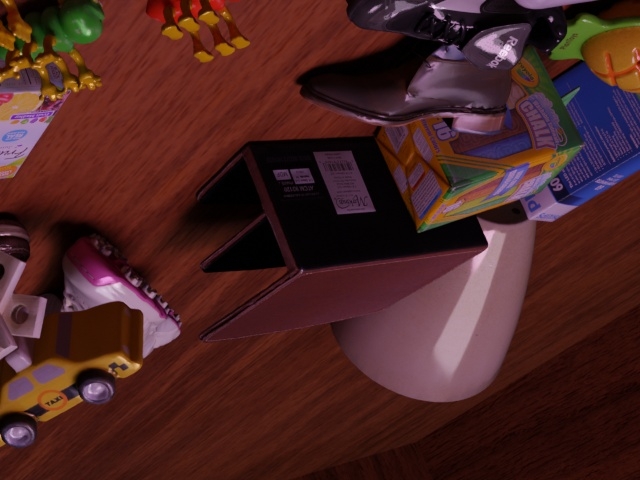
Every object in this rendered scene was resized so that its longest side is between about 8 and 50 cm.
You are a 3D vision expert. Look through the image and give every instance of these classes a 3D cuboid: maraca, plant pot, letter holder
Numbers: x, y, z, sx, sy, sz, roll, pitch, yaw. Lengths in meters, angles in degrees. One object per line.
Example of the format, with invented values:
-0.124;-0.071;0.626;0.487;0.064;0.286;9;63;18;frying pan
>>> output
0.327;-0.210;1.387;0.186;0.099;0.127;5;161;-7;maraca
0.168;0.026;1.685;0.257;0.256;0.274;-13;144;-31;plant pot
0.000;0.000;1.488;0.302;0.152;0.214;-7;158;-43;letter holder

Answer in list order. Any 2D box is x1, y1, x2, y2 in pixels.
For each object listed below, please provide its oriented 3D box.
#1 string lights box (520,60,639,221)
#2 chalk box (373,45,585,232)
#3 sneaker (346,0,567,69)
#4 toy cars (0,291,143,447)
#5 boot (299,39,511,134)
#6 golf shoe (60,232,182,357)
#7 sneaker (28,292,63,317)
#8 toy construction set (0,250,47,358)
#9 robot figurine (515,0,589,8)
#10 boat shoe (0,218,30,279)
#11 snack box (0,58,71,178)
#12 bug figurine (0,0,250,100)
0.334;-0.142;1.523;0.260;0.133;0.077;-33;162;29;string lights box
0.190;-0.115;1.416;0.213;0.132;0.132;-18;163;-18;chalk box
0.133;-0.198;1.144;0.234;0.106;0.078;-11;158;-35;sneaker
-0.336;0.110;1.307;0.394;0.087;0.176;3;-129;46;toy cars
0.090;-0.170;1.270;0.219;0.082;0.106;3;117;-22;boot
-0.243;0.090;1.447;0.140;0.115;0.306;-42;163;-8;golf shoe
-0.357;0.112;1.513;0.134;0.051;0.070;-25;158;-9;sneaker
-0.351;-0.010;0.982;0.215;0.151;0.327;-12;151;12;toy construction set
0.243;-0.278;0.894;0.353;0.199;0.300;-9;142;-39;robot figurine
-0.390;0.072;1.279;0.257;0.095;0.095;-27;162;11;boat shoe
-0.273;-0.094;1.041;0.100;0.037;0.141;-8;157;-38;snack box
-0.156;-0.180;0.885;0.216;0.072;0.279;-20;168;10;bug figurine
